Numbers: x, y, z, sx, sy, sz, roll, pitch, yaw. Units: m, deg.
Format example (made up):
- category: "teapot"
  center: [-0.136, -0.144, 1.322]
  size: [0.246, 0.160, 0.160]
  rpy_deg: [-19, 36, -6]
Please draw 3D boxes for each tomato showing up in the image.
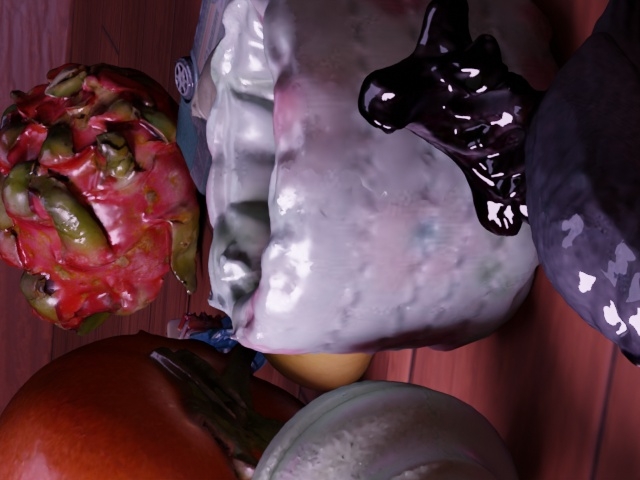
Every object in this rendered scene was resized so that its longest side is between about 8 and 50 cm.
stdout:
- category: "tomato"
  center: [-0.098, 0.180, 0.999]
  size: [0.224, 0.256, 0.256]
  rpy_deg: [-55, 28, 22]

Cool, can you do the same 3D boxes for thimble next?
- category: "thimble"
  center: [0.025, -0.035, 0.769]
  size: [0.185, 0.149, 0.211]
  rpy_deg: [-113, 28, -53]

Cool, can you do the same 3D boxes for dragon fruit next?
- category: "dragon fruit"
  center: [-0.242, -0.043, 1.612]
  size: [0.231, 0.237, 0.302]
  rpy_deg: [-98, 25, -46]

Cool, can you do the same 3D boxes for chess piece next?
- category: "chess piece"
  center: [0.078, 0.156, 0.641]
  size: [0.272, 0.139, 0.139]
  rpy_deg: [23, 111, 61]

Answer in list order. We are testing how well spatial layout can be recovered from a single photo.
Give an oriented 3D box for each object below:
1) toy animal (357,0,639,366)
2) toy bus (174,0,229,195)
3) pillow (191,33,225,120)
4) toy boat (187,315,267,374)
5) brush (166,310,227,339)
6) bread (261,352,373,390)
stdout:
- category: "toy animal"
  center: [0.124, -0.022, 0.575]
  size: [0.117, 0.121, 0.210]
  rpy_deg: [-44, 41, -1]
- category: "toy bus"
  center: [-0.053, -0.151, 1.203]
  size: [0.261, 0.091, 0.109]
  rpy_deg: [107, 148, -48]
- category: "pillow"
  center: [0.000, -0.160, 0.919]
  size: [0.229, 0.050, 0.148]
  rpy_deg: [-62, 29, 5]
- category: "toy boat"
  center: [-0.083, 0.096, 1.336]
  size: [0.061, 0.060, 0.137]
  rpy_deg: [-58, 13, -24]
- category: "brush"
  center: [-0.095, 0.203, 1.367]
  size: [0.050, 0.060, 0.321]
  rpy_deg: [127, 144, -48]
- category: "bread"
  center: [0.000, 0.000, 0.961]
  size: [0.217, 0.098, 0.147]
  rpy_deg: [114, 158, -52]
